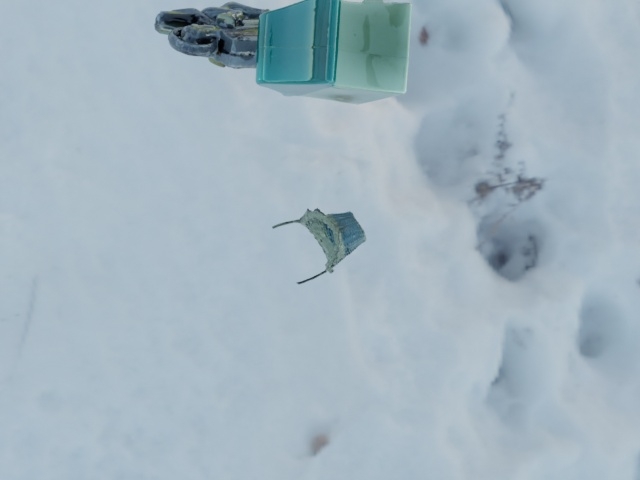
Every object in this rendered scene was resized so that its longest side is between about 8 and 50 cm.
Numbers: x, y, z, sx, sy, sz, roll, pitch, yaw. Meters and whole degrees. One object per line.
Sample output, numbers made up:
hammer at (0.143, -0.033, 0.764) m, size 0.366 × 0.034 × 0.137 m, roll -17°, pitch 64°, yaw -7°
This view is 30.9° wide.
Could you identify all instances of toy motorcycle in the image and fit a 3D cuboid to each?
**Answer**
toy motorcycle at (-0.092, -0.236, 1.319) m, size 0.194 × 0.124 × 0.061 m, roll -1°, pitch 122°, yaw -26°

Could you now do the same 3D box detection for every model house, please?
model house at (0.005, -0.202, 1.212) m, size 0.149 × 0.127 × 0.100 m, roll 2°, pitch 89°, yaw -24°

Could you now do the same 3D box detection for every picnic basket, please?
picnic basket at (0.000, 0.000, 1.123) m, size 0.083 × 0.083 × 0.065 m, roll -25°, pitch 77°, yaw -10°
